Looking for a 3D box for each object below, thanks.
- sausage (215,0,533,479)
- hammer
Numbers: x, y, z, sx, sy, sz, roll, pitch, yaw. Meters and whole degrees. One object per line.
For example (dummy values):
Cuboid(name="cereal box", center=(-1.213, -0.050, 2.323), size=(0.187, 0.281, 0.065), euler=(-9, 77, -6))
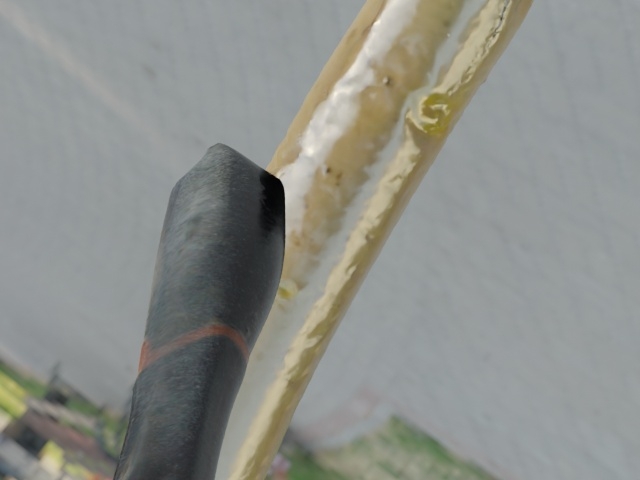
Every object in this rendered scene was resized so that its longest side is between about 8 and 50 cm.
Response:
Cuboid(name="sausage", center=(-0.002, -0.001, 0.747), size=(0.066, 0.301, 0.066), euler=(27, -166, -7))
Cuboid(name="hammer", center=(-0.049, 0.060, 0.559), size=(0.037, 0.137, 0.290), euler=(59, -160, -28))
